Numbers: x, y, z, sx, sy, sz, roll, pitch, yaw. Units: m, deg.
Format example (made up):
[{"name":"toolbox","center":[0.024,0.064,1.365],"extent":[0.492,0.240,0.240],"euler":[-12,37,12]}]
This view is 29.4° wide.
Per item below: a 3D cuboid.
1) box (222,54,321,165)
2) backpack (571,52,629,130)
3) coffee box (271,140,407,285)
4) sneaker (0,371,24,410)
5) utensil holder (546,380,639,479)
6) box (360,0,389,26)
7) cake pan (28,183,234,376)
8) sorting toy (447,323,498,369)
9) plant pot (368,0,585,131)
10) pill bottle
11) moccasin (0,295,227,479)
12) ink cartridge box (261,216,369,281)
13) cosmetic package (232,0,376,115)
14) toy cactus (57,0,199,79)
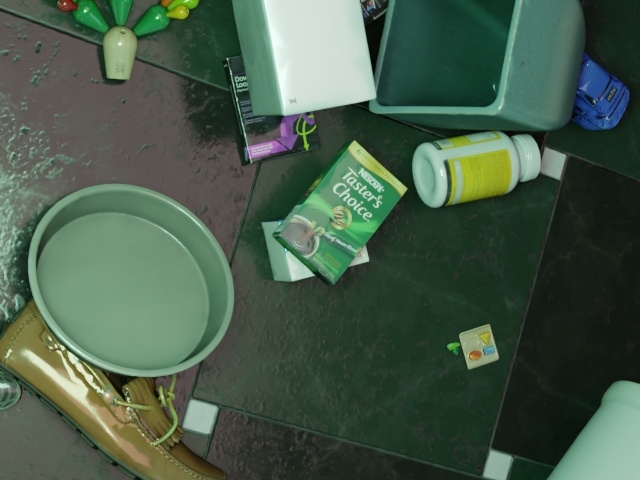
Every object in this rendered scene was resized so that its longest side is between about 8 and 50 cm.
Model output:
[{"name":"box","center":[-0.072,-0.203,1.823],"extent":[0.116,0.029,0.162],"euler":[-15,93,-19]},{"name":"backpack","center":[0.436,-0.231,1.967],"extent":[0.120,0.101,0.098],"euler":[36,85,-19]},{"name":"coffee box","center":[0.028,-0.041,1.755],"extent":[0.113,0.040,0.184],"euler":[43,74,-12]},{"name":"sneaker","center":[-0.485,0.206,1.647],"extent":[0.170,0.075,0.063],"euler":[6,87,-20]},{"name":"utensil holder","center":[0.469,0.463,1.854],"extent":[0.327,0.327,0.385],"euler":[43,77,-14]},{"name":"box","center":[-0.004,-0.405,1.837],"extent":[0.175,0.051,0.220],"euler":[-39,102,-16]},{"name":"cake pan","center":[-0.263,0.060,1.679],"extent":[0.293,0.054,0.293],"euler":[15,56,-23]},{"name":"sorting toy","center":[0.241,0.173,1.938],"extent":[0.083,0.012,0.062],"euler":[-16,95,-19]},{"name":"plant pot","center":[0.263,-0.278,1.833],"extent":[0.252,0.248,0.247],"euler":[15,84,-46]},{"name":"pill bottle","center":[0.243,-0.115,1.894],"extent":[0.184,0.103,0.103],"euler":[-11,93,-19]},{"name":"moccasin","center":[-0.273,0.221,1.700],"extent":[0.380,0.139,0.147],"euler":[42,85,-5]},{"name":"ink cartridge box","center":[0.000,0.000,1.814],"extent":[0.143,0.090,0.092],"euler":[-14,94,-19]},{"name":"cosmetic package","center":[-0.030,-0.292,1.688],"extent":[0.138,0.225,0.224],"euler":[-12,99,-10]},{"name":"toy cactus","center":[-0.275,-0.318,1.723],"extent":[0.219,0.112,0.180],"euler":[-1,100,-28]}]
